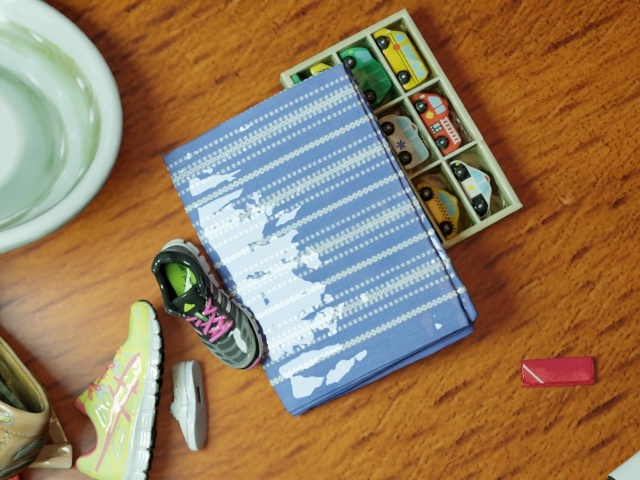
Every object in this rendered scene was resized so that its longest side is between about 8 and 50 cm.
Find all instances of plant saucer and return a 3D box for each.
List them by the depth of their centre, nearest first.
[{"bbox_3d":[-0.415,-0.120,1.678,0.400,0.100,0.400,8,52,-11],"label":"plant saucer"}]

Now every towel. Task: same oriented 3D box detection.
[{"bbox_3d":[0.000,0.000,1.753,0.243,0.040,0.336,-27,84,8],"label":"towel"}]

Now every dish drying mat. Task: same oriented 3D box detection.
[{"bbox_3d":[0.269,0.149,1.785,0.083,0.008,0.032,-2,81,-5],"label":"dish drying mat"}]

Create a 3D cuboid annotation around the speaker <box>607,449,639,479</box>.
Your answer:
[{"bbox_3d":[0.388,0.244,1.759,0.136,0.055,0.055,-35,86,-9],"label":"speaker"}]

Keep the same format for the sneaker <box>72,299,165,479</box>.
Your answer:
[{"bbox_3d":[-0.220,0.165,1.708,0.094,0.081,0.208,8,82,-1],"label":"sneaker"}]

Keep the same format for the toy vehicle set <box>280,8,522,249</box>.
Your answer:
[{"bbox_3d":[0.090,-0.111,1.795,0.166,0.035,0.267,-30,85,-8],"label":"toy vehicle set"}]

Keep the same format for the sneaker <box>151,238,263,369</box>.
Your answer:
[{"bbox_3d":[-0.131,0.074,1.722,0.063,0.075,0.170,-38,83,18],"label":"sneaker"}]

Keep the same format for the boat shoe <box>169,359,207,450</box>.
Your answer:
[{"bbox_3d":[-0.149,0.183,1.737,0.035,0.035,0.100,-8,86,22],"label":"boat shoe"}]

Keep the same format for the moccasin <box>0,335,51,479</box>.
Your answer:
[{"bbox_3d":[-0.418,0.079,1.635,0.139,0.147,0.380,-15,56,-49],"label":"moccasin"}]

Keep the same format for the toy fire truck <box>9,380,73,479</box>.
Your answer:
[{"bbox_3d":[-0.316,0.243,1.704,0.135,0.047,0.192,-41,86,-9],"label":"toy fire truck"}]
